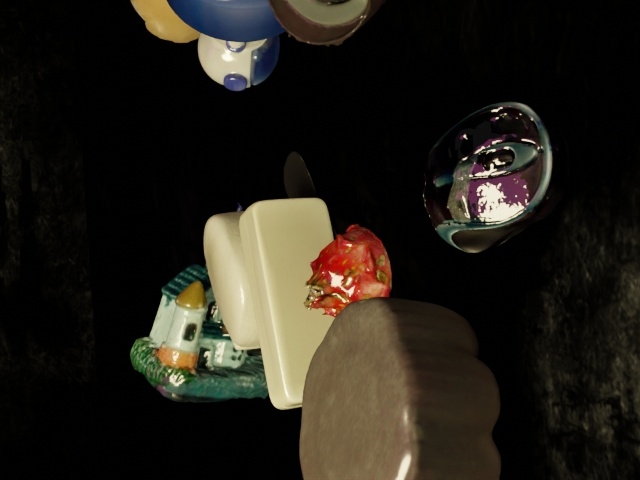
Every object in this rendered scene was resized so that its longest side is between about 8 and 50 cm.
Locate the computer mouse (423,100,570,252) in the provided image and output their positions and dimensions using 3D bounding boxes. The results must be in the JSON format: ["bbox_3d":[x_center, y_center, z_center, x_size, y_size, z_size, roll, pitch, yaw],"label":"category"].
[{"bbox_3d":[0.173,-0.067,1.079,0.233,0.096,0.137,141,121,-64],"label":"computer mouse"}]

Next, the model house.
[{"bbox_3d":[-0.192,0.134,1.827,0.184,0.253,0.291,16,95,51],"label":"model house"}]

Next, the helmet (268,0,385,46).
[{"bbox_3d":[0.040,-0.399,1.199,0.225,0.177,0.305,37,139,28],"label":"helmet"}]

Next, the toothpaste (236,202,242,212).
[{"bbox_3d":[-0.165,-0.032,1.968,0.024,0.015,0.083,-129,46,-54],"label":"toothpaste"}]

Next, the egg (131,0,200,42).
[{"bbox_3d":[-0.247,-0.482,1.826,0.244,0.201,0.201,-35,63,49],"label":"egg"}]

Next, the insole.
[{"bbox_3d":[0.000,0.000,1.602,0.119,0.009,0.348,116,141,-48],"label":"insole"}]

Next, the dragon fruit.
[{"bbox_3d":[0.023,0.052,1.431,0.153,0.111,0.153,7,98,60],"label":"dragon fruit"}]

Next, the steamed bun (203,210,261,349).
[{"bbox_3d":[-0.105,0.050,1.677,0.164,0.146,0.242,106,150,-46],"label":"steamed bun"}]

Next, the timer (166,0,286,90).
[{"bbox_3d":[-0.125,-0.376,1.567,0.383,0.270,0.270,101,156,-67],"label":"timer"}]

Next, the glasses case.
[{"bbox_3d":[-0.033,0.093,1.520,0.070,0.131,0.313,-33,65,61],"label":"glasses case"}]

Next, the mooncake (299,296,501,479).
[{"bbox_3d":[0.093,0.221,1.197,0.306,0.154,0.306,-171,90,-66],"label":"mooncake"}]
